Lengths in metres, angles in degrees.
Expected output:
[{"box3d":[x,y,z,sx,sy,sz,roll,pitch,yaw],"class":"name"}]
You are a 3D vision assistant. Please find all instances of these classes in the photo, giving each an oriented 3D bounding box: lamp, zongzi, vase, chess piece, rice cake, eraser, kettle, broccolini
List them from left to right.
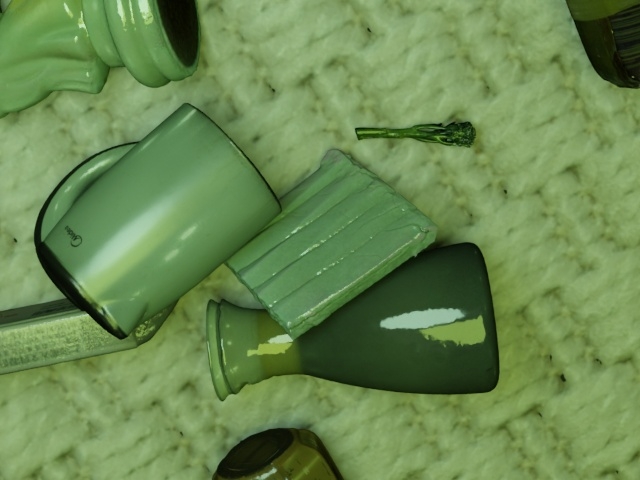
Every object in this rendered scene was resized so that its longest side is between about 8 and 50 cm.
[{"box3d":[-0.328,0.108,1.505,0.352,0.089,0.061,-10,103,0],"class":"eraser"},{"box3d":[-0.289,-0.229,1.396,0.298,0.176,0.176,-10,107,12],"class":"chess piece"},{"box3d":[-0.198,-0.027,1.429,0.236,0.221,0.161,-43,145,-9],"class":"kettle"},{"box3d":[-0.037,0.326,1.556,0.161,0.161,0.185,-23,106,3],"class":"lamp"},{"box3d":[0.000,0.000,1.456,0.198,0.189,0.037,-42,144,-8],"class":"rice cake"},{"box3d":[0.036,0.107,1.495,0.321,0.173,0.173,-8,106,2],"class":"vase"},{"box3d":[0.110,-0.122,1.499,0.140,0.035,0.030,0,102,-3],"class":"broccolini"},{"box3d":[0.396,-0.349,1.403,0.317,0.154,0.289,-28,114,-2],"class":"zongzi"}]
